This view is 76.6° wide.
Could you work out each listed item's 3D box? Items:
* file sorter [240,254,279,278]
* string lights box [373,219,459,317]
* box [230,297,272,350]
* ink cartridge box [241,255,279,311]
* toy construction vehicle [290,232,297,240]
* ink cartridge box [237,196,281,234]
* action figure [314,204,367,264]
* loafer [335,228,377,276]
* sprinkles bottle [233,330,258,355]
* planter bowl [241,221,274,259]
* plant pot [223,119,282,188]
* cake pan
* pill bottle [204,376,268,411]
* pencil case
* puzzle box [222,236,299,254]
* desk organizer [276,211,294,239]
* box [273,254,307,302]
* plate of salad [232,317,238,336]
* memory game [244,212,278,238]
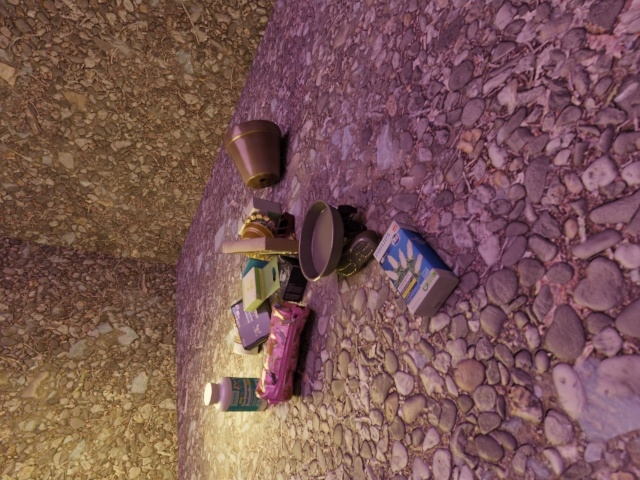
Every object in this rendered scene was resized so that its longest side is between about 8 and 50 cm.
[{"bbox_3d":[-0.295,0.127,1.986,0.118,0.170,0.105,-65,29,21],"label":"file sorter"},{"bbox_3d":[0.256,0.072,1.126,0.134,0.076,0.260,-63,31,26],"label":"string lights box"},{"bbox_3d":[-0.307,0.367,1.893,0.183,0.059,0.233,-32,61,13],"label":"box"},{"bbox_3d":[-0.273,0.192,1.822,0.235,0.056,0.171,-45,42,36],"label":"ink cartridge box"},{"bbox_3d":[-0.139,0.017,1.891,0.086,0.035,0.098,-52,38,38],"label":"toy construction vehicle"},{"bbox_3d":[-0.326,-0.114,2.149,0.219,0.160,0.093,-51,37,39],"label":"ink cartridge box"},{"bbox_3d":[0.050,-0.009,1.514,0.285,0.099,0.186,-46,48,49],"label":"action figure"},{"bbox_3d":[0.121,0.043,1.389,0.251,0.094,0.087,-41,11,49],"label":"loafer"},{"bbox_3d":[-0.344,0.383,2.020,0.121,0.121,0.356,-6,73,60],"label":"sprinkles bottle"},{"bbox_3d":[-0.337,0.023,2.052,0.216,0.090,0.218,15,122,25],"label":"planter bowl"},{"bbox_3d":[-0.340,-0.448,2.208,0.323,0.322,0.281,-36,65,50],"label":"plant pot"},{"bbox_3d":[0.000,0.000,1.443,0.293,0.054,0.294,-174,90,-65],"label":"cake pan"},{"bbox_3d":[-0.371,0.683,1.797,0.146,0.263,0.147,-30,54,53],"label":"pill bottle"},{"bbox_3d":[-0.150,0.444,1.619,0.159,0.167,0.387,11,89,29],"label":"pencil case"},{"bbox_3d":[-0.218,0.031,1.741,0.408,0.271,0.052,-5,81,54],"label":"puzzle box"},{"bbox_3d":[-0.167,-0.071,1.932,0.047,0.050,0.130,-41,31,47],"label":"desk organizer"},{"bbox_3d":[-0.133,0.165,1.763,0.156,0.093,0.159,31,105,60],"label":"box"},{"bbox_3d":[-0.461,0.439,2.278,0.199,0.048,0.200,-33,51,51],"label":"plate of salad"},{"bbox_3d":[-0.305,-0.062,2.079,0.186,0.186,0.012,-50,12,39],"label":"memory game"}]
